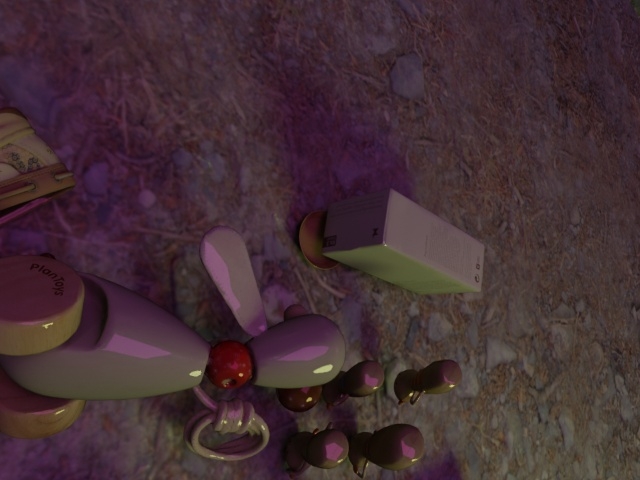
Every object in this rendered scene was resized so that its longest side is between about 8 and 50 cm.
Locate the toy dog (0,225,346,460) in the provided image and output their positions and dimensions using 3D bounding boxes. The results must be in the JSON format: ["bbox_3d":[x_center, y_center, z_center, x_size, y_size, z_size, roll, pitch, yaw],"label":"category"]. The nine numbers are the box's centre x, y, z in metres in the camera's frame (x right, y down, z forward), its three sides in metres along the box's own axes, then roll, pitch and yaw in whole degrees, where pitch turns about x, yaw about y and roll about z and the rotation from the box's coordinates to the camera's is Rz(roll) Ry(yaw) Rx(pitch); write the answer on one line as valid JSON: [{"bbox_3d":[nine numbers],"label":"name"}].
[{"bbox_3d":[-0.156,0.079,0.511,0.333,0.220,0.161,24,29,-35],"label":"toy dog"}]

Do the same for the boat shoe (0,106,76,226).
[{"bbox_3d":[-0.329,0.000,0.420,0.089,0.104,0.285,49,55,-17],"label":"boat shoe"}]

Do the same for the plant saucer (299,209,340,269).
[{"bbox_3d":[0.000,0.000,0.736,0.083,0.015,0.084,9,76,-38],"label":"plant saucer"}]

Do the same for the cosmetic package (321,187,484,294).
[{"bbox_3d":[0.125,0.011,0.757,0.231,0.117,0.086,26,66,-39],"label":"cosmetic package"}]

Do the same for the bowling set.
[{"bbox_3d":[0.026,0.220,0.659,0.200,0.154,0.287,41,59,-1],"label":"bowling set"}]
